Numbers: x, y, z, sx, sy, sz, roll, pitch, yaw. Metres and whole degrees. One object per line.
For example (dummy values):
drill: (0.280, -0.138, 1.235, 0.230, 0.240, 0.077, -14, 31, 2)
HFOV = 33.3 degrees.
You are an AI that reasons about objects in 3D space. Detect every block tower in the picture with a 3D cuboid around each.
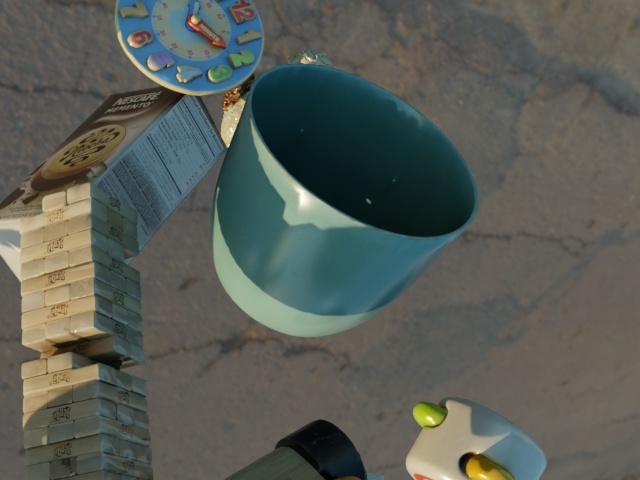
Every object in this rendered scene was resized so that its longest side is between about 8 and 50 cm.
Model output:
block tower: (-0.231, 0.121, 1.051, 0.091, 0.336, 0.097, -15, 156, 20)

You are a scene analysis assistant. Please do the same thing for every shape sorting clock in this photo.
shape sorting clock: (-0.172, -0.288, 1.430, 0.206, 0.206, 0.040, -17, 166, -32)

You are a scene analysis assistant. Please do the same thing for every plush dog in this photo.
plush dog: (-0.064, -0.196, 1.896, 0.225, 0.210, 0.263, -11, 102, -2)

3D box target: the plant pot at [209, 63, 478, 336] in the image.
plant pot: (0.002, -0.027, 1.273, 0.293, 0.293, 0.235, -7, 141, -41)

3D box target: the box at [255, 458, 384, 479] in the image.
box: (-0.011, 0.365, 1.388, 0.170, 0.091, 0.130, 8, 135, -3)

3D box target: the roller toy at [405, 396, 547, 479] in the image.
roller toy: (0.236, 0.346, 1.633, 0.146, 0.209, 0.191, -57, 135, -16)

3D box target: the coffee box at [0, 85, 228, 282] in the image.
coffee box: (-0.278, -0.075, 1.413, 0.297, 0.168, 0.119, -55, 129, -40)

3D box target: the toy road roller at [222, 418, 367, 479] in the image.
toy road roller: (-0.018, 0.363, 1.023, 0.202, 0.240, 0.330, -23, 135, -36)
